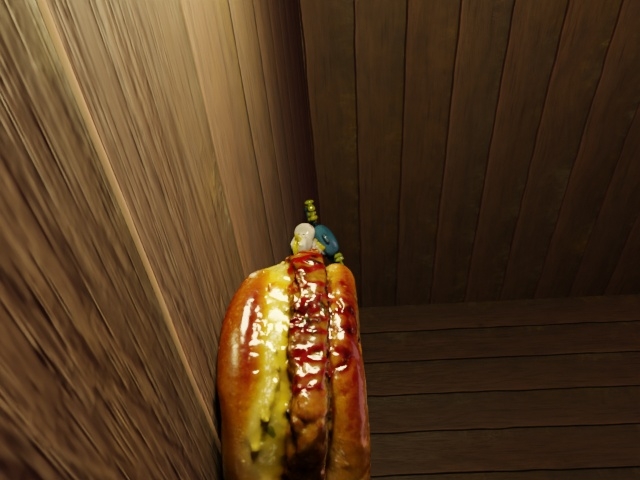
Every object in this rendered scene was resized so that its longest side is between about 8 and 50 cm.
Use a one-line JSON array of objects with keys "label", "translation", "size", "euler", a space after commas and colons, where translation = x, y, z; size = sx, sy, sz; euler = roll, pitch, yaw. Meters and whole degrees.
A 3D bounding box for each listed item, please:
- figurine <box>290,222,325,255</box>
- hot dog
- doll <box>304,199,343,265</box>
[{"label": "figurine", "translation": [-0.053, 0.017, 1.642], "size": [0.178, 0.109, 0.129], "euler": [77, 32, -59]}, {"label": "hot dog", "translation": [-0.033, 0.167, 0.709], "size": [0.223, 0.185, 0.405], "euler": [86, 2, -48]}, {"label": "doll", "translation": [0.000, 0.000, 2.235], "size": [0.346, 0.099, 0.341], "euler": [62, -11, 5]}]
